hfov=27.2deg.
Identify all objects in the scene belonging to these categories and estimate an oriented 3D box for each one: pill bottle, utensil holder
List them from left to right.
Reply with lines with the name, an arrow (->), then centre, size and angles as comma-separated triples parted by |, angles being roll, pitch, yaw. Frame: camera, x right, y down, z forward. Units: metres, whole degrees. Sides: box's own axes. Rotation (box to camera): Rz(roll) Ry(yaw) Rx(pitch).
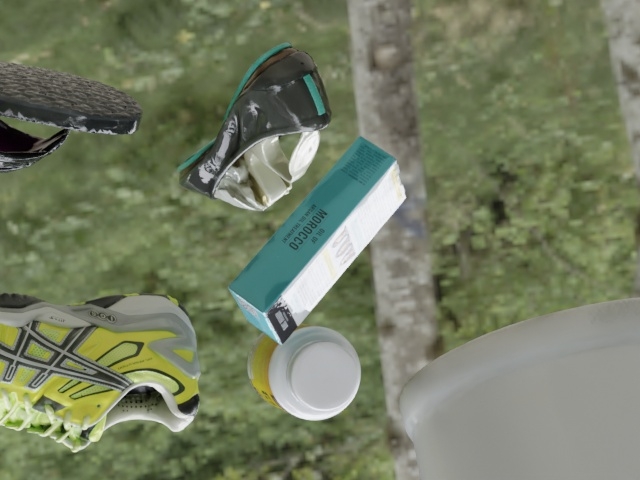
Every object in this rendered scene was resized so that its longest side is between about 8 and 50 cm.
pill bottle -> -0.019, 0.165, 1.683 | 0.117, 0.117, 0.215 | -9, -179, -13
utensil holder -> 0.264, 0.290, 1.170 | 0.327, 0.385, 0.327 | -8, 154, -4

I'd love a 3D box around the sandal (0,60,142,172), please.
sandal -> -0.426, -0.144, 1.485 | 0.445, 0.107, 0.167 | 5, -157, -10

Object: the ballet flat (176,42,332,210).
ballet flat -> -0.064, -0.083, 1.249 | 0.095, 0.096, 0.280 | -35, 177, -27

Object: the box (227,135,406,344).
box -> 0.000, 0.000, 1.565 | 0.060, 0.244, 0.100 | 34, 165, 24

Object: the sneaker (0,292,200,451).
sneaker -> -0.302, 0.149, 1.431 | 0.384, 0.147, 0.145 | -6, 145, -27
